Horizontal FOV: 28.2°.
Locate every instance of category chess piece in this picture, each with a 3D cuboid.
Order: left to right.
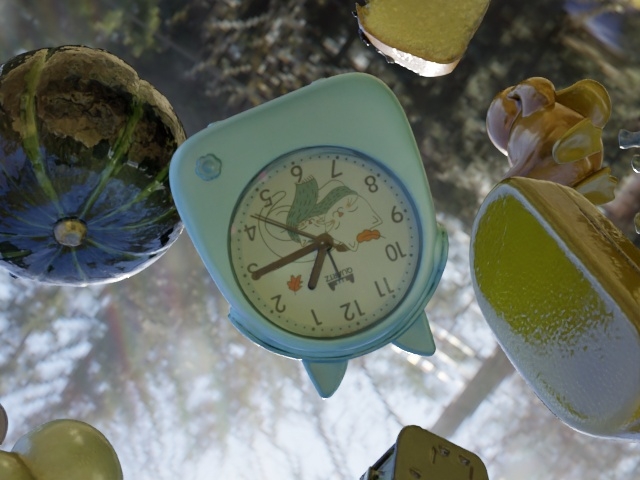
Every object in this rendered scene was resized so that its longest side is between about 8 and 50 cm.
[{"bbox_3d":[-0.263,0.220,0.972,0.243,0.133,0.133,-24,-130,-35],"label":"chess piece"}]

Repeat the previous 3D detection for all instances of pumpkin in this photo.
[{"bbox_3d":[-0.314,-0.086,1.605,0.323,0.323,0.241,31,-144,-24],"label":"pumpkin"}]

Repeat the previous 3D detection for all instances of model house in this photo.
[{"bbox_3d":[0.115,0.451,2.139,0.218,0.279,0.205,30,-126,-30],"label":"model house"}]

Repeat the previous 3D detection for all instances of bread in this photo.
[{"bbox_3d":[0.128,-0.304,1.718,0.160,0.140,0.169,28,176,-1],"label":"bread"}]

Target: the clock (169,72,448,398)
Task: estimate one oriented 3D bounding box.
[{"bbox_3d":[0.000,0.000,1.174,0.094,0.223,0.274,137,113,-88],"label":"clock"}]

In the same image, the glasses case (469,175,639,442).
[{"bbox_3d":[0.294,0.084,1.388,0.141,0.173,0.371,10,-151,-29],"label":"glasses case"}]

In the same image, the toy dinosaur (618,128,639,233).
[{"bbox_3d":[0.450,-0.071,1.470,0.188,0.247,0.075,-9,177,35],"label":"toy dinosaur"}]

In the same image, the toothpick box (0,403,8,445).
[{"bbox_3d":[-0.473,0.214,1.636,0.098,0.098,0.149,28,-179,-39],"label":"toothpick box"}]

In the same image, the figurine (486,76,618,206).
[{"bbox_3d":[0.357,-0.160,1.996,0.215,0.215,0.228,32,-142,-17],"label":"figurine"}]
